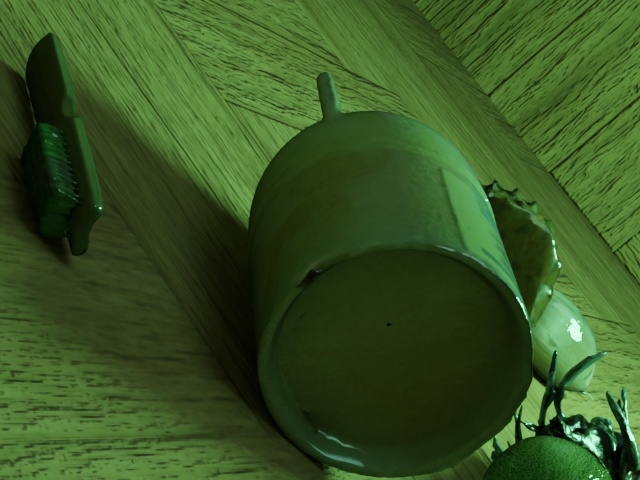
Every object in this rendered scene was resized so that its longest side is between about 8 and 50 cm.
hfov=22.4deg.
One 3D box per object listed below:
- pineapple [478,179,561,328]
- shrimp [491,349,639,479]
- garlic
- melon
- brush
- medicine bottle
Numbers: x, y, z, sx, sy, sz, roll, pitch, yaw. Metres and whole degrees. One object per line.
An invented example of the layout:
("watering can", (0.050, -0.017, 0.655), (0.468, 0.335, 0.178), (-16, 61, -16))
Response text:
("pineapple", (0.188, 0.015, 2.033), (0.202, 0.202, 0.362), (48, 4, -3))
("shrimp", (0.309, 0.262, 1.785), (0.410, 0.221, 0.166), (60, 32, -41))
("garlic", (0.336, 0.157, 2.296), (0.266, 0.128, 0.148), (55, 24, -18))
("melon", (0.219, 0.260, 1.567), (0.139, 0.139, 0.192), (49, 19, 1))
("brush", (-0.225, -0.089, 1.336), (0.048, 0.054, 0.282), (18, 28, -27))
("medicine bottle", (0.049, 0.012, 1.505), (0.236, 0.236, 0.406), (43, 17, -22))
